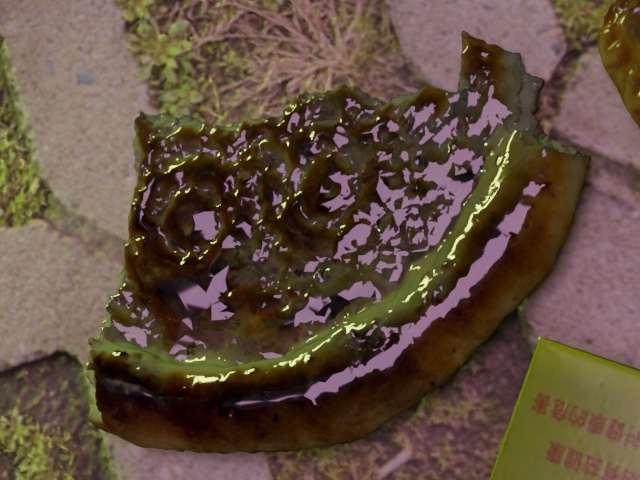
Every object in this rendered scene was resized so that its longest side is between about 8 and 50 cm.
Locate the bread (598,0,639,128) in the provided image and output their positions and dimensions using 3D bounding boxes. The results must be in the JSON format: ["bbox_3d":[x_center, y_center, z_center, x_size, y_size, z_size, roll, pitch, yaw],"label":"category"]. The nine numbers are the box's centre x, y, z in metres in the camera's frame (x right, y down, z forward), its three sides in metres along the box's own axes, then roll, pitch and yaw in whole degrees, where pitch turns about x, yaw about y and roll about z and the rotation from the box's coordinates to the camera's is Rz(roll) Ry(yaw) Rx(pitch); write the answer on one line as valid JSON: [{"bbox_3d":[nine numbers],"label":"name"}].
[{"bbox_3d":[0.303,-0.034,1.289,0.367,0.077,0.084,61,146,26],"label":"bread"}]

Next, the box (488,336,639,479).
[{"bbox_3d":[0.184,0.253,1.286,0.187,0.047,0.335,19,88,27],"label":"box"}]

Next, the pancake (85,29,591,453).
[{"bbox_3d":[0.000,0.006,1.415,0.427,0.067,0.304,-12,72,20],"label":"pancake"}]
